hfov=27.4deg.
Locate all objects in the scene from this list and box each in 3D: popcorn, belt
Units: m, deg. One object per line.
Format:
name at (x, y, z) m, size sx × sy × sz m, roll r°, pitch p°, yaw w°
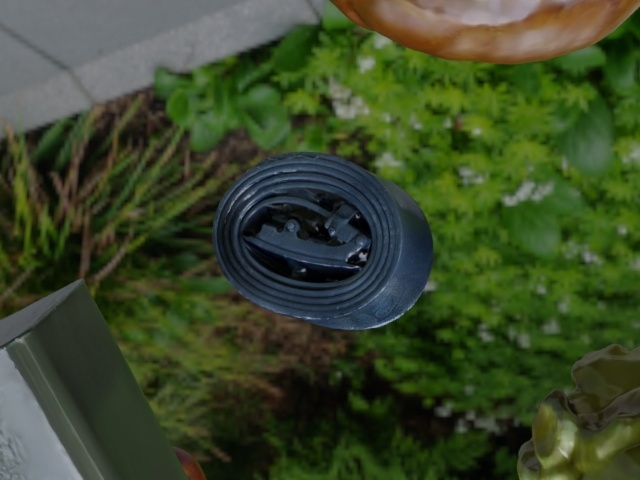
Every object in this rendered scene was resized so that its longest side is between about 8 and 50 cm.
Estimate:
popcorn at (0.288, 0.162, 0.915) m, size 0.225 × 0.174 × 0.286 m, roll -27°, pitch -160°, yaw -24°
belt at (0.000, 0.000, 1.121) m, size 0.190 × 0.141 × 0.082 m, roll 14°, pitch 175°, yaw 31°

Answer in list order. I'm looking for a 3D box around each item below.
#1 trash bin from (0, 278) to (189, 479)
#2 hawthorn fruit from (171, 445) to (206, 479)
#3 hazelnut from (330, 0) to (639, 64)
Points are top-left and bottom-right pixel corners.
trash bin at (-0.182, 0.172, 0.956) m, size 0.122 × 0.240 × 0.164 m, roll -28°, pitch -172°, yaw 9°
hawthorn fruit at (-0.170, 0.267, 1.357) m, size 0.125 × 0.125 × 0.140 m, roll -10°, pitch 166°, yaw 22°
hazelnut at (0.135, -0.289, 1.033) m, size 0.372 × 0.315 × 0.372 m, roll 0°, pitch 171°, yaw 0°
